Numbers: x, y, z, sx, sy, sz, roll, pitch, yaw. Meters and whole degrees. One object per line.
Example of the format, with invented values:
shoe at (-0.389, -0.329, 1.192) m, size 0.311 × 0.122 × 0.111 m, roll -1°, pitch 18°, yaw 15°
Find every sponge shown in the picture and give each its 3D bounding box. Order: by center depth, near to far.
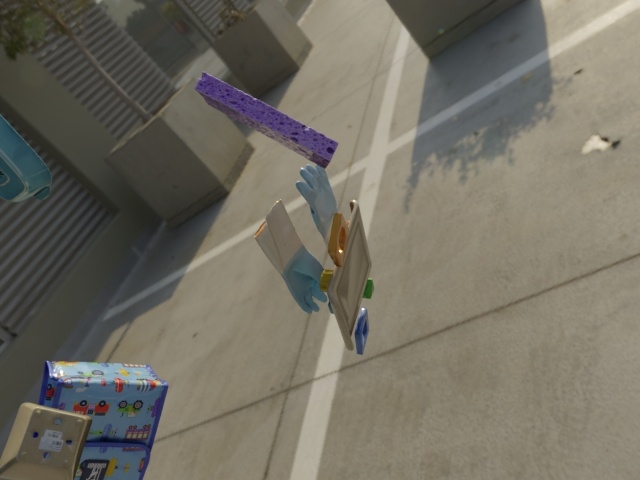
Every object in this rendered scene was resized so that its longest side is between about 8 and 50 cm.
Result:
sponge at (-0.075, -0.170, 0.866) m, size 0.031 × 0.210 × 0.117 m, roll -63°, pitch 4°, yaw 1°

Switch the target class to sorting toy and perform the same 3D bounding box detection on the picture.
sorting toy at (0.040, 0.058, 0.994) m, size 0.047 × 0.348 × 0.196 m, roll 5°, pitch 57°, yaw 16°

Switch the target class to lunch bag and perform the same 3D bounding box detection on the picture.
lunch bag at (-0.466, 0.410, 1.230) m, size 0.138 × 0.221 × 0.293 m, roll 15°, pitch 93°, yaw 55°

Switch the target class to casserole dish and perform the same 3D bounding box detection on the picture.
casserole dish at (-0.456, -0.123, 0.828) m, size 0.114 × 0.188 × 0.037 m, roll -19°, pitch 28°, yaw 41°

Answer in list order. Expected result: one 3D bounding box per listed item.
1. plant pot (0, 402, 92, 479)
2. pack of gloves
plant pot at (-0.394, 0.293, 0.870) m, size 0.096 × 0.109 × 0.109 m, roll -41°, pitch 35°, yaw 52°
pack of gloves at (0.000, 0.000, 1.001) m, size 0.046 × 0.232 × 0.195 m, roll 9°, pitch 54°, yaw 34°
